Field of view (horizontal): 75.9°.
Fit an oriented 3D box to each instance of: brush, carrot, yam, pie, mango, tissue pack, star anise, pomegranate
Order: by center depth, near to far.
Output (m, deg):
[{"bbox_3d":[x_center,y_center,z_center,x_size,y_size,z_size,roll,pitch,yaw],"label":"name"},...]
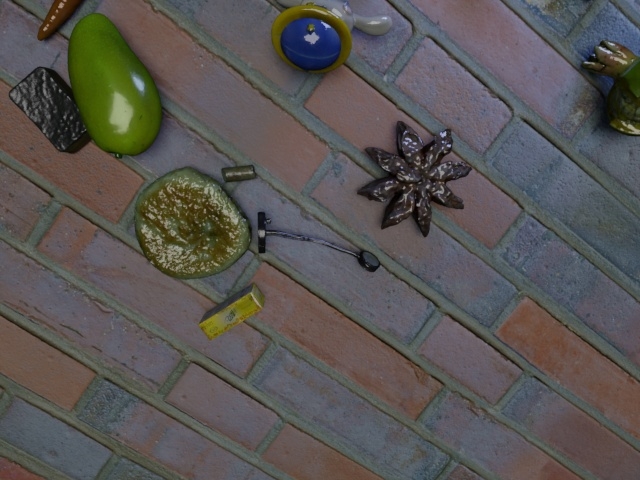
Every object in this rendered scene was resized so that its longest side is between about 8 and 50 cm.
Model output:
[{"bbox_3d":[-0.592,-0.624,1.002,0.069,0.069,0.336,37,99,-9],"label":"carrot"},{"bbox_3d":[-0.504,-0.378,1.004,0.192,0.156,0.343,-16,99,-3],"label":"mango"},{"bbox_3d":[-0.676,-0.331,1.049,0.123,0.059,0.197,-39,101,5],"label":"brush"},{"bbox_3d":[0.842,-0.415,1.072,0.236,0.236,0.302,-39,74,4],"label":"pomegranate"},{"bbox_3d":[-0.224,-0.181,1.116,0.094,0.043,0.043,-7,101,-4],"label":"yam"},{"bbox_3d":[0.260,-0.164,1.117,0.331,0.117,0.332,0,99,1],"label":"star anise"},{"bbox_3d":[-0.356,-0.035,1.125,0.323,0.070,0.323,0,103,-1],"label":"pie"},{"bbox_3d":[-0.247,0.200,1.160,0.176,0.095,0.062,-33,102,2],"label":"tissue pack"}]

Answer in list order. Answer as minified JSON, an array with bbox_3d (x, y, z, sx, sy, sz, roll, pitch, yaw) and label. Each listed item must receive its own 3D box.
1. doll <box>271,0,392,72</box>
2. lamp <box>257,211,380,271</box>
[{"bbox_3d":[0.024,-0.508,1.018,0.310,0.243,0.160,5,134,-5],"label":"doll"},{"bbox_3d":[-0.018,0.028,1.164,0.371,0.130,0.108,17,122,-20],"label":"lamp"}]
